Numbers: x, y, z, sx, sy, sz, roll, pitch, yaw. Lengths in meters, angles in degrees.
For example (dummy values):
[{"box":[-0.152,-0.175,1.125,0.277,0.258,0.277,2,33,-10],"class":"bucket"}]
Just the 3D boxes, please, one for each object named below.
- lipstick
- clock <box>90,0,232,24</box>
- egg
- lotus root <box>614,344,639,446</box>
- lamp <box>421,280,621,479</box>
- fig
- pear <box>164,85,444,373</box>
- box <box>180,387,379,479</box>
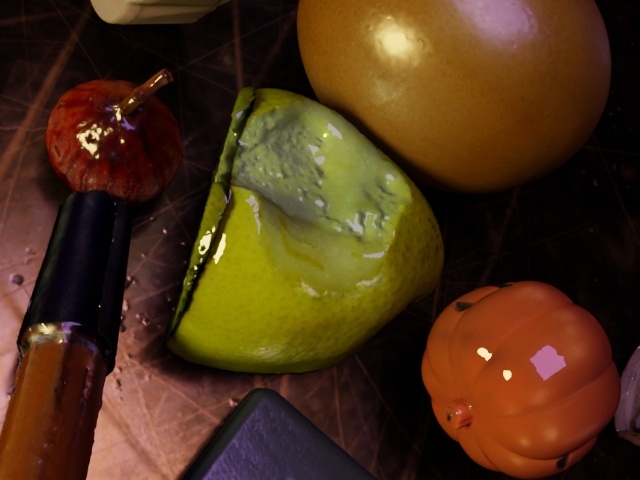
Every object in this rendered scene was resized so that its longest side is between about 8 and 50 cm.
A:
[{"box":[-0.198,0.126,0.576,0.077,0.077,0.419,16,45,-19],"class":"lipstick"},{"box":[-0.162,-0.386,0.769,0.102,0.338,0.339,-8,69,-32],"class":"clock"},{"box":[0.141,-0.202,0.844,0.351,0.282,0.283,33,55,-5],"class":"egg"},{"box":[0.429,0.194,0.908,0.159,0.095,0.135,5,47,22],"class":"lotus root"},{"box":[0.183,0.135,0.748,0.163,0.188,0.188,-23,77,-27],"class":"lamp"},{"box":[-0.181,-0.090,0.726,0.128,0.150,0.129,-9,102,-51],"class":"fig"},{"box":[0.000,0.000,0.750,0.292,0.159,0.293,13,60,-24],"class":"pear"},{"box":[-0.013,0.254,0.672,0.230,0.050,0.160,41,54,-2],"class":"box"}]
